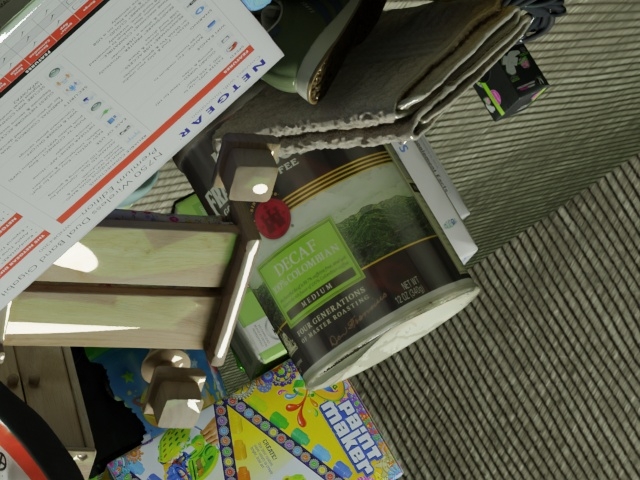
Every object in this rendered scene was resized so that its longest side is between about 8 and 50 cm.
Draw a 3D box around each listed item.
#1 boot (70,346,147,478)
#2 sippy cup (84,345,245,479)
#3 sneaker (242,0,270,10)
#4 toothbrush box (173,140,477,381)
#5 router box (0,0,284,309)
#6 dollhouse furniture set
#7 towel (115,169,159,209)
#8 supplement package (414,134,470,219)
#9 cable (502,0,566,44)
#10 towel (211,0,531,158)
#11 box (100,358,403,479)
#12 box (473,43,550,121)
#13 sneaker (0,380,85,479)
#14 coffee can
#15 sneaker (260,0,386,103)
[{"bbox_3d":[-0.279,0.160,2.172,0.094,0.207,0.246,-29,169,-6],"label":"boot"},{"bbox_3d":[-0.220,0.221,2.573,0.240,0.224,0.305,-25,168,-27],"label":"sippy cup"},{"bbox_3d":[-0.030,-0.214,1.465,0.063,0.073,0.162,-25,168,-27],"label":"sneaker"},{"bbox_3d":[0.000,0.000,2.186,0.283,0.206,0.122,-28,170,-14],"label":"toothbrush box"},{"bbox_3d":[-0.209,-0.086,1.277,0.335,0.082,0.301,-41,161,1],"label":"router box"},{"bbox_3d":[-0.233,0.016,1.566,0.303,0.174,0.355,3,128,-23],"label":"dollhouse furniture set"},{"bbox_3d":[-0.341,0.004,1.621,0.320,0.090,0.374,-31,170,20],"label":"towel"},{"bbox_3d":[0.035,-0.021,2.380,0.244,0.134,0.139,-24,168,-29],"label":"supplement package"},{"bbox_3d":[0.189,-0.234,2.077,0.184,0.047,0.150,-23,162,-25],"label":"cable"},{"bbox_3d":[0.038,-0.142,1.690,0.282,0.049,0.187,-5,-148,51],"label":"towel"},{"bbox_3d":[-0.089,0.277,2.197,0.279,0.177,0.290,-29,173,-15],"label":"box"},{"bbox_3d":[0.210,-0.190,2.206,0.052,0.083,0.062,-23,167,-33],"label":"box"},{"bbox_3d":[-0.292,0.181,1.511,0.145,0.090,0.270,-28,129,7],"label":"sneaker"},{"bbox_3d":[0.006,-0.017,1.931,0.201,0.275,0.201,-30,169,-6],"label":"coffee can"},{"bbox_3d":[-0.008,-0.193,1.663,0.192,0.086,0.064,-57,162,-46],"label":"sneaker"}]
